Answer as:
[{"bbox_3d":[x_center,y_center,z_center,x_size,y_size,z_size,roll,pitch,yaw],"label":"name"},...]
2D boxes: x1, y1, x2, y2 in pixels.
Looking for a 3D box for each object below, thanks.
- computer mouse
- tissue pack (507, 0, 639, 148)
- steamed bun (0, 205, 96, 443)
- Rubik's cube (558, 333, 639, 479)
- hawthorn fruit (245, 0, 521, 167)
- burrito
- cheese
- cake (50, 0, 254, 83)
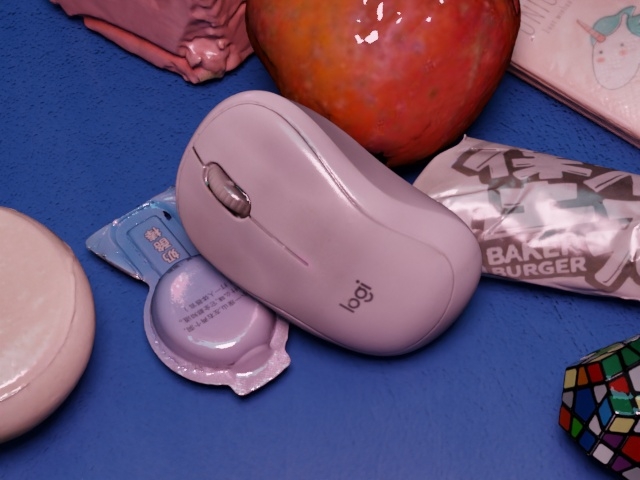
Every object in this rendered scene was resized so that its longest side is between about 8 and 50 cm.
[{"bbox_3d":[0.000,0.000,1.041,0.296,0.184,0.121,35,31,-8],"label":"computer mouse"},{"bbox_3d":[0.295,-0.225,1.242,0.325,0.071,0.170,35,87,23],"label":"tissue pack"},{"bbox_3d":[-0.321,0.086,1.050,0.231,0.145,0.232,4,60,-7],"label":"steamed bun"},{"bbox_3d":[0.273,0.144,1.000,0.111,0.133,0.133,6,54,-22],"label":"Rubik's cube"},{"bbox_3d":[0.092,-0.234,1.146,0.307,0.276,0.276,-40,57,21],"label":"hawthorn fruit"},{"bbox_3d":[0.298,-0.005,1.103,0.445,0.101,0.139,10,60,10],"label":"burrito"},{"bbox_3d":[-0.120,0.050,1.118,0.135,0.052,0.245,-32,60,-19],"label":"cheese"},{"bbox_3d":[-0.130,-0.386,1.252,0.293,0.314,0.307,34,63,20],"label":"cake"}]
